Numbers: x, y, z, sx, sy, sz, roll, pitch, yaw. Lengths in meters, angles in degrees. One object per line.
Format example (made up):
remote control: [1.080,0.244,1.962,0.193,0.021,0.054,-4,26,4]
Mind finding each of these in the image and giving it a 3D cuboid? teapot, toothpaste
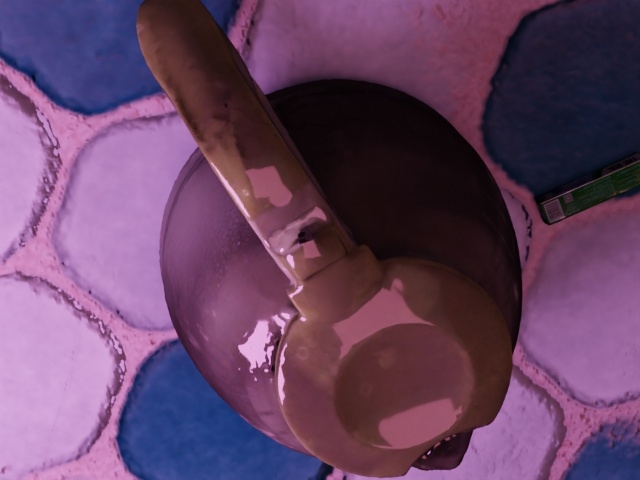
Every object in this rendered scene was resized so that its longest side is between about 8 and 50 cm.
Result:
teapot: [0.023,0.001,1.023,0.239,0.239,0.321,-9,113,-9]
toothpaste: [0.196,-0.037,1.164,0.083,0.017,0.020,-24,112,-1]
